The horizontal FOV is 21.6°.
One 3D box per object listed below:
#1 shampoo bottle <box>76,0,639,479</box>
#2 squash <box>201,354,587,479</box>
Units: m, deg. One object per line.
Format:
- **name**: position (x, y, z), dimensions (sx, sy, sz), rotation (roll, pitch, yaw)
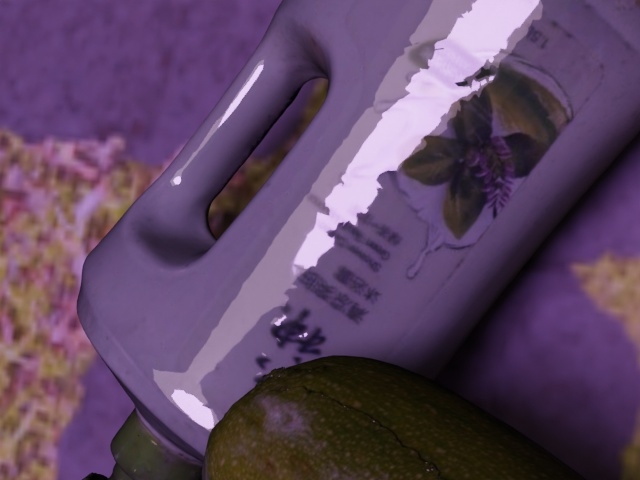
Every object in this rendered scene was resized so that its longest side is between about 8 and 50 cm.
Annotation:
- **shampoo bottle**: position (0.000, 0.000, 0.516), dimensions (0.118, 0.087, 0.234), rotation (40, 102, 18)
- **squash**: position (0.074, 0.113, 0.352), dimensions (0.331, 0.087, 0.087), rotation (34, 100, 51)
